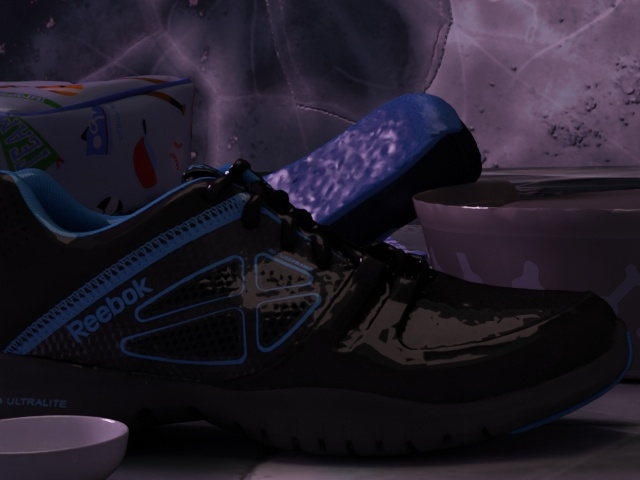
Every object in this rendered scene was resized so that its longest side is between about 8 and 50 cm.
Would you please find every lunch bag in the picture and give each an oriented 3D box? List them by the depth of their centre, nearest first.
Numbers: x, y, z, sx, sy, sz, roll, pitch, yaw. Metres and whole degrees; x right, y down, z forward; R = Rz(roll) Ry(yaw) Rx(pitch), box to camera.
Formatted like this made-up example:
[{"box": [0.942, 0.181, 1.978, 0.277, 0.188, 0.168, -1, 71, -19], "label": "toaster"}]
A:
[{"box": [-0.228, -0.046, 1.163, 0.303, 0.115, 0.243, 3, 10, 28], "label": "lunch bag"}]

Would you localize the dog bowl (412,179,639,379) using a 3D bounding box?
[{"box": [0.234, 0.014, 1.159, 0.349, 0.102, 0.349, -2, 6, 0], "label": "dog bowl"}]

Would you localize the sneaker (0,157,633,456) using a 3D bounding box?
[{"box": [-0.019, 0.029, 0.902, 0.341, 0.139, 0.125, 0, 3, 7], "label": "sneaker"}]

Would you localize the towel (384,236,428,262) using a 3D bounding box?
[{"box": [-0.045, 0.011, 1.650, 0.243, 0.040, 0.336, -4, 6, -6], "label": "towel"}]

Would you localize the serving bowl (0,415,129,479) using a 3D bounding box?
[{"box": [-0.125, 0.098, 0.810, 0.083, 0.027, 0.083, -3, 6, 0], "label": "serving bowl"}]

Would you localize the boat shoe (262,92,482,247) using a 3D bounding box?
[{"box": [0.000, 0.000, 1.293, 0.258, 0.109, 0.089, -26, -41, 21], "label": "boat shoe"}]
